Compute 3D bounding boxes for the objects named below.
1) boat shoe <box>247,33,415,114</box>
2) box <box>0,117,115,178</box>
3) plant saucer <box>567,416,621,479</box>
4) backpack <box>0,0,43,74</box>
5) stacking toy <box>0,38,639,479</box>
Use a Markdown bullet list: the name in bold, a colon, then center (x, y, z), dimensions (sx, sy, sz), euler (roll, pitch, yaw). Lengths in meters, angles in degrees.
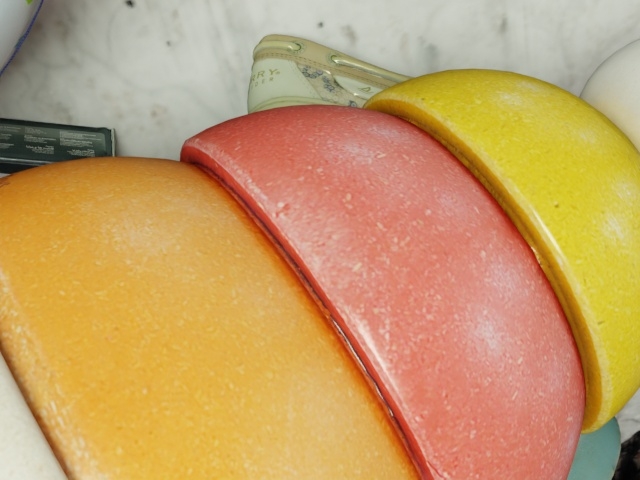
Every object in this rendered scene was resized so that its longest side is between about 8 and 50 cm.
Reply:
- **boat shoe**: center (0.085, -0.072, 0.648), dimensions (0.285, 0.089, 0.104), euler (13, 155, -25)
- **box**: center (-0.261, -0.003, 0.639), dimensions (0.220, 0.051, 0.175), euler (3, 128, -18)
- **plant saucer**: center (0.116, 0.232, 0.818), dimensions (0.317, 0.317, 0.044), euler (-37, 95, 15)
- **backpack**: center (-0.225, -0.167, 0.387), dimensions (0.290, 0.273, 0.356), euler (21, 106, -12)
- **stacking toy**: center (0.065, 0.026, 0.487), dimensions (0.479, 0.350, 0.351), euler (-31, 133, -11)
